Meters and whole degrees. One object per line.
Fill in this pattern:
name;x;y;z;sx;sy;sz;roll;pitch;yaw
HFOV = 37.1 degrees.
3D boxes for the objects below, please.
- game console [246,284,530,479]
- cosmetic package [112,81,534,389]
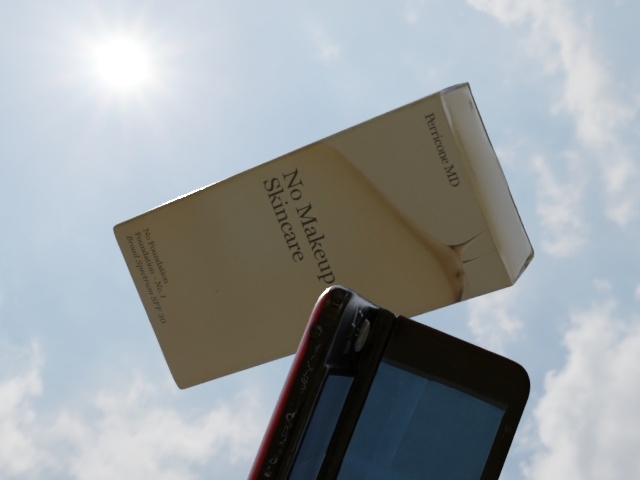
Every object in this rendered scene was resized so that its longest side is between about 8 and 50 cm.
game console;0.024;0.102;0.379;0.085;0.124;0.144;20;-95;13
cosmetic package;0.000;0.000;0.797;0.160;0.309;0.113;67;-155;-4
